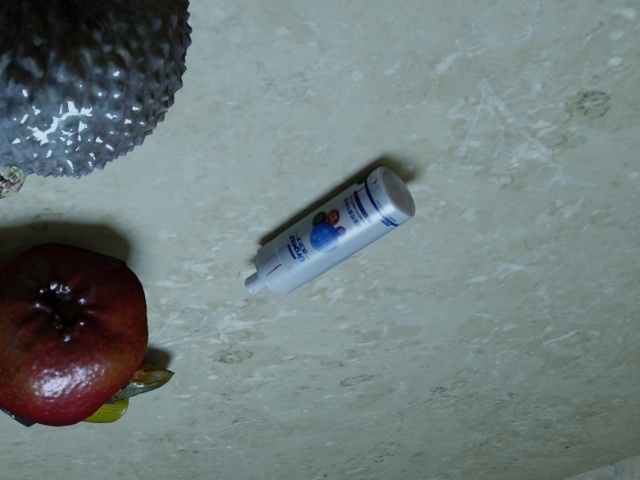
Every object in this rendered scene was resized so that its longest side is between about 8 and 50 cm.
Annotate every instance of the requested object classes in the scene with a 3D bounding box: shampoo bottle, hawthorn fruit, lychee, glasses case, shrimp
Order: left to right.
[{"bbox_3d":[-0.270,-0.194,0.893,0.300,0.300,0.300,-8,144,-6],"label":"lychee"},{"bbox_3d":[-0.399,0.149,1.376,0.265,0.265,0.307,4,158,-21],"label":"hawthorn fruit"},{"bbox_3d":[-0.468,0.293,1.707,0.234,0.064,0.079,21,127,-37],"label":"glasses case"},{"bbox_3d":[-0.335,0.247,1.613,0.152,0.063,0.287,-10,169,-6],"label":"shrimp"},{"bbox_3d":[0.000,0.000,1.418,0.303,0.092,0.092,-32,140,26],"label":"shampoo bottle"}]

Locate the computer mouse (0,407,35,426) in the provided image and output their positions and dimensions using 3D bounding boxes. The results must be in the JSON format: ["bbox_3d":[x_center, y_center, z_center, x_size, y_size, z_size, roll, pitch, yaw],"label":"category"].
[{"bbox_3d":[-0.538,0.199,1.491,0.087,0.168,0.295,-51,137,-14],"label":"computer mouse"}]

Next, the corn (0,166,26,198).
[{"bbox_3d":[-0.465,-0.131,1.105,0.086,0.086,0.253,-29,140,22],"label":"corn"}]
